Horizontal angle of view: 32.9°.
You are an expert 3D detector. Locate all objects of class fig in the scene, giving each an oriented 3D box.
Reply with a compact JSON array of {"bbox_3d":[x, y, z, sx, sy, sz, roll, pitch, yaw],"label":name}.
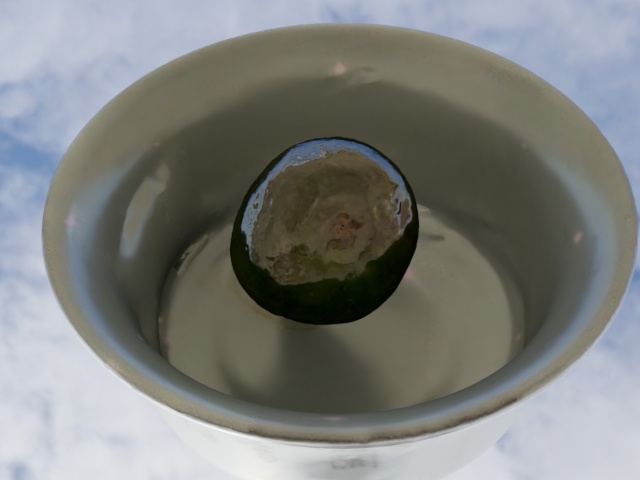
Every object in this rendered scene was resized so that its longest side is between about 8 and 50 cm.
[{"bbox_3d":[0.000,0.000,0.676,0.117,0.177,0.117,1,-99,-5],"label":"fig"}]

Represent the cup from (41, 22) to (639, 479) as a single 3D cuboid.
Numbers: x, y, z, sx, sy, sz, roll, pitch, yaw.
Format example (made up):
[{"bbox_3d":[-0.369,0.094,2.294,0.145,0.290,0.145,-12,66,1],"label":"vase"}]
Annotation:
[{"bbox_3d":[0.012,0.025,0.695,0.347,0.163,0.347,-1,-133,1],"label":"cup"}]
